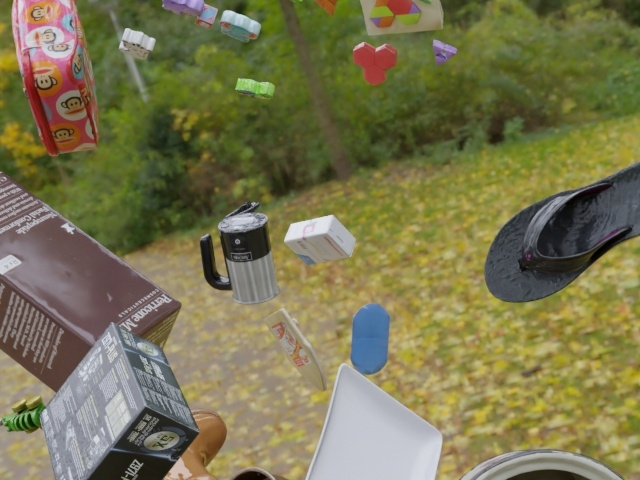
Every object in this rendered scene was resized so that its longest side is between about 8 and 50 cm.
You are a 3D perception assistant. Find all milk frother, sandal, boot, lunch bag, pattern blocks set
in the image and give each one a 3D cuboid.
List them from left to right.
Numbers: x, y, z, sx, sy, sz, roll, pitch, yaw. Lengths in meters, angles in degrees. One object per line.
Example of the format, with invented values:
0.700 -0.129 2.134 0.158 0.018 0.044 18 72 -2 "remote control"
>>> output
-0.470 -0.303 1.889 0.120 0.258 0.293 -12 49 -5 "lunch bag"
-0.171 0.324 1.398 0.220 0.109 0.283 3 16 40 "boot"
-0.122 0.016 1.760 0.129 0.134 0.143 6 26 31 "milk frother"
0.123 -0.426 1.733 0.286 0.324 0.026 -15 31 28 "pattern blocks set"
0.482 -0.034 1.888 0.446 0.167 0.107 -32 -17 20 "sandal"

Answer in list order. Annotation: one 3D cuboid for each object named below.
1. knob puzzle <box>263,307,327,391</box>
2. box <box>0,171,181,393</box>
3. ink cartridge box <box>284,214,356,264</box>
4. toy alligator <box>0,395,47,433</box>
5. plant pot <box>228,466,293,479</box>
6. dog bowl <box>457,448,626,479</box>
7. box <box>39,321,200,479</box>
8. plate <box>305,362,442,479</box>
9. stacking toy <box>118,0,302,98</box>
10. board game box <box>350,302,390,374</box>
-0.038 0.229 2.176 0.030 0.213 0.213 -33 13 -19 "knob puzzle"
-0.428 0.073 1.589 0.191 0.381 0.143 -40 -17 -55 "box"
0.000 0.000 2.198 0.122 0.088 0.052 -10 46 40 "ink cartridge box"
-0.528 0.316 1.822 0.190 0.056 0.051 -17 16 31 "toy alligator"
-0.033 0.395 1.395 0.165 0.166 0.167 16 -15 -39 "plant pot"
0.367 0.550 1.796 0.408 0.407 0.150 -19 4 -8 "dog bowl"
-0.227 0.203 1.152 0.147 0.078 0.180 -52 33 6 "box"
0.094 0.408 1.892 0.045 0.278 0.277 -30 31 43 "plate"
-0.139 -0.293 1.345 0.221 0.166 0.052 18 -13 -16 "stacking toy"
0.107 0.231 2.448 0.033 0.168 0.133 1 -4 44 "board game box"
